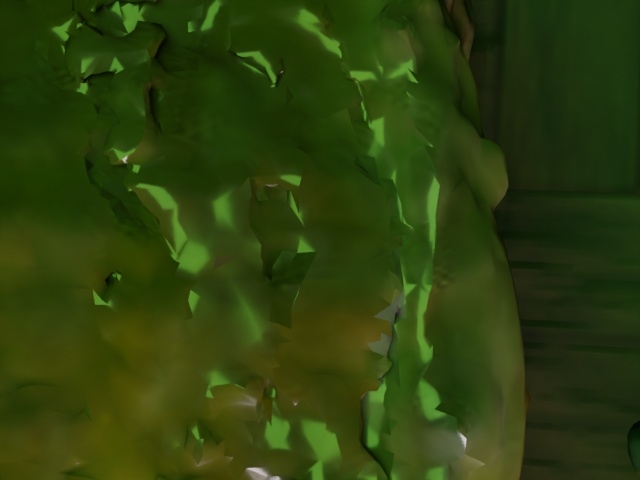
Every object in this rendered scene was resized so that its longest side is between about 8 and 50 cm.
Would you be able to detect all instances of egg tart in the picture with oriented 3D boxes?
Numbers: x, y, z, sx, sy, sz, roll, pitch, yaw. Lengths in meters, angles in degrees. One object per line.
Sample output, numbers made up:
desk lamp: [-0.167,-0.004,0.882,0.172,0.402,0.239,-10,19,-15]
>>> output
egg tart: [-0.111,0.017,0.400,0.341,0.132,0.341,-3,86,39]

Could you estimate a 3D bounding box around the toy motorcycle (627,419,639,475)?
toy motorcycle: [0.239,0.056,0.370,0.342,0.142,0.206,-10,84,10]

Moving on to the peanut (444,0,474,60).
peanut: [0.001,0.000,0.451,0.093,0.083,0.194,6,90,26]
